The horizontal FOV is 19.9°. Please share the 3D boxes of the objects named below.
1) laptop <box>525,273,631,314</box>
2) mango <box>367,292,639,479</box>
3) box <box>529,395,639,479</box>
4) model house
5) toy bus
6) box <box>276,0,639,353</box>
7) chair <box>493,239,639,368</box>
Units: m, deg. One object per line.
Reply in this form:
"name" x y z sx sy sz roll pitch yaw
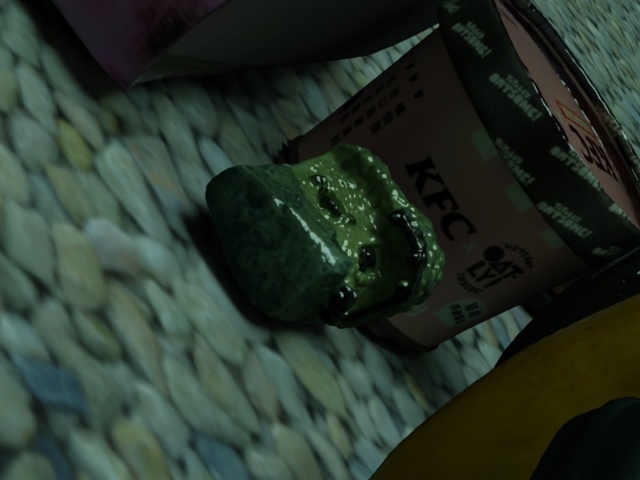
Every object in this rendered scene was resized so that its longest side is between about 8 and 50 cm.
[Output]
"laptop" 0.162 0.029 1.142 0.207 0.026 0.154 44 20 -31
"mango" 0.132 0.084 0.635 0.187 0.257 0.138 37 26 -40
"box" 0.077 0.175 0.489 0.160 0.050 0.230 47 61 -22
"model house" 0.000 0.000 0.751 0.079 0.066 0.083 58 21 14
"toy bus" -0.013 -0.169 0.867 0.162 0.171 0.386 66 20 1
"box" 0.066 -0.028 0.850 0.151 0.135 0.151 49 21 -26
"chair" 0.247 0.194 0.776 0.226 0.226 0.401 26 34 -54
